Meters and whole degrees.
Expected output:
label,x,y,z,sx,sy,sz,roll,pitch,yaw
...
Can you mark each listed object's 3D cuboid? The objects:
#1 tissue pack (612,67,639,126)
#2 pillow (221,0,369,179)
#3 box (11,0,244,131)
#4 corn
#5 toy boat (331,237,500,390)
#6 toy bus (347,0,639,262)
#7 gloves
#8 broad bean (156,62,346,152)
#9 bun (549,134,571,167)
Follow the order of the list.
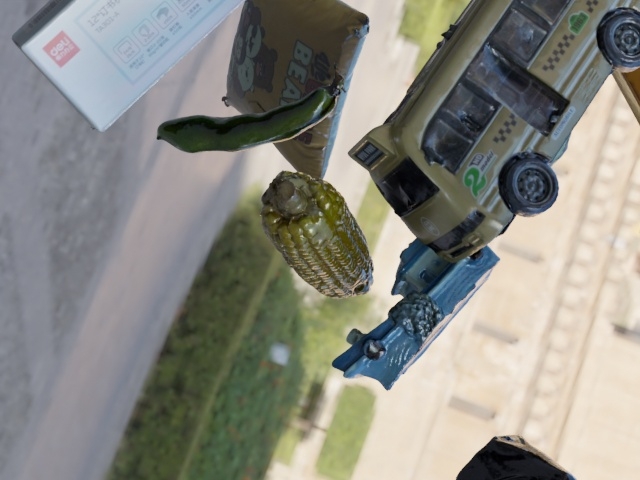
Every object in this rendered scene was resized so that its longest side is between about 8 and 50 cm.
label,x,y,z,sx,sy,sz,roll,pitch,yaw
tissue pack,0.615,-0.226,2.361,0.194,0.274,0.145,-28,-178,5
pillow,-0.047,-0.282,2.307,0.119,0.312,0.310,-6,126,-37
box,-0.189,-0.254,1.564,0.269,0.135,0.079,-44,-153,-3
corn,0.000,0.000,1.616,0.261,0.097,0.097,56,51,-61
toy boat,0.099,0.073,1.639,0.238,0.098,0.109,-46,166,-29
toy bus,0.203,-0.163,1.594,0.365,0.202,0.177,-55,-175,-18
gloves,0.309,0.421,2.031,0.197,0.301,0.152,-46,175,3
broad bean,-0.076,-0.130,1.579,0.039,0.227,0.069,45,32,-61
bun,0.216,-0.151,1.805,0.118,0.195,0.195,-105,-147,-66
